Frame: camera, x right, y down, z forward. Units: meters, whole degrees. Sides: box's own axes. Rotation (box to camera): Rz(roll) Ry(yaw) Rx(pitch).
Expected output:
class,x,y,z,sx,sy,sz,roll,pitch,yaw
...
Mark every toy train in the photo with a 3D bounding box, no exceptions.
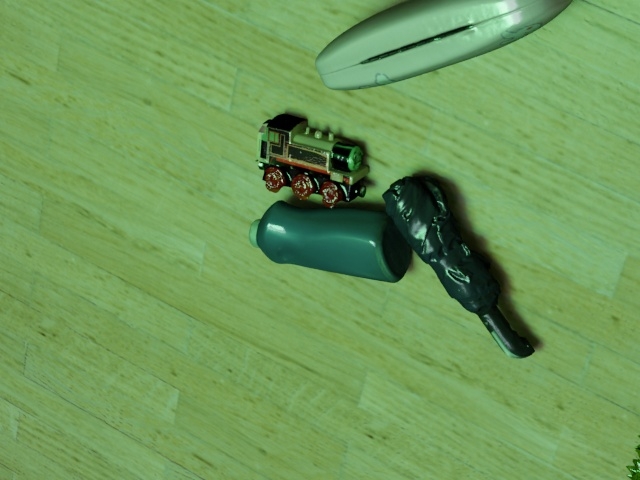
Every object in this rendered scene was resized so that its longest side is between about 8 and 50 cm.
class,x,y,z,sx,sy,sz,roll,pitch,yaw
toy train,-0.008,-0.090,1.953,0.138,0.050,0.087,16,117,24

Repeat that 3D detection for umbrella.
class,x,y,z,sx,sy,sz,roll,pitch,yaw
umbrella,0.158,0.033,1.898,0.071,0.071,0.248,-30,96,41

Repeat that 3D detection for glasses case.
class,x,y,z,sx,sy,sz,roll,pitch,yaw
glasses case,0.123,-0.217,1.750,0.297,0.113,0.075,-15,104,39

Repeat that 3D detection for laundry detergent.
class,x,y,z,sx,sy,sz,roll,pitch,yaw
laundry detergent,0.000,-0.001,1.987,0.206,0.061,0.096,7,149,32

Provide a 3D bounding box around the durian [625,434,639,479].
class,x,y,z,sx,sy,sz,roll,pitch,yaw
durian,0.427,0.298,1.808,0.237,0.176,0.200,34,150,-1
